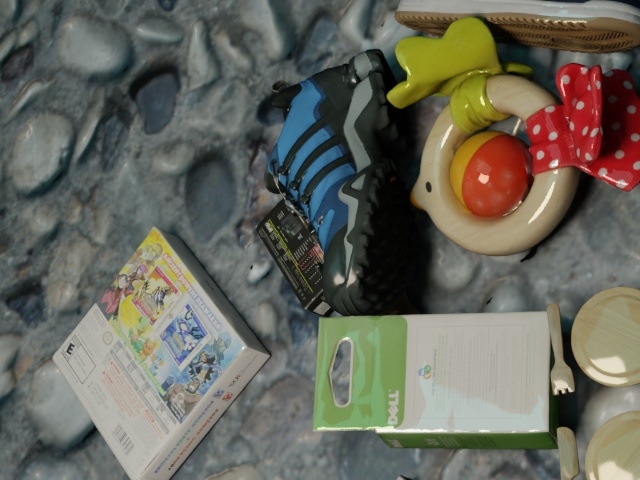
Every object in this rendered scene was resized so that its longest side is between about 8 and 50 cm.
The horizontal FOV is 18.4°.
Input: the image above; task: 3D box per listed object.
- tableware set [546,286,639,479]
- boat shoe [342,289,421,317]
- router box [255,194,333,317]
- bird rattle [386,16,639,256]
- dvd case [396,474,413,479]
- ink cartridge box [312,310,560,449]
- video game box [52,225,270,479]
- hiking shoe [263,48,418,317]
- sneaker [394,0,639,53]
[{"bbox_3d":[0.262,0.135,1.656,0.128,0.039,0.194,-10,72,21],"label":"tableware set"},{"bbox_3d":[0.065,0.093,1.832,0.178,0.064,0.060,62,148,32],"label":"boat shoe"},{"bbox_3d":[0.000,0.000,1.929,0.092,0.038,0.122,-46,50,18],"label":"router box"},{"bbox_3d":[0.180,-0.084,1.787,0.253,0.143,0.207,29,105,30],"label":"bird rattle"},{"bbox_3d":[0.062,0.346,1.724,0.239,0.029,0.179,-61,33,4],"label":"dvd case"},{"bbox_3d":[0.103,0.123,1.729,0.209,0.062,0.109,-2,70,15],"label":"ink cartridge box"},{"bbox_3d":[-0.166,0.118,2.019,0.187,0.048,0.205,-52,49,15],"label":"video game box"},{"bbox_3d":[0.014,-0.041,1.855,0.132,0.113,0.304,-15,44,19],"label":"hiking shoe"},{"bbox_3d":[0.194,-0.261,1.825,0.282,0.099,0.153,11,83,45],"label":"sneaker"}]
